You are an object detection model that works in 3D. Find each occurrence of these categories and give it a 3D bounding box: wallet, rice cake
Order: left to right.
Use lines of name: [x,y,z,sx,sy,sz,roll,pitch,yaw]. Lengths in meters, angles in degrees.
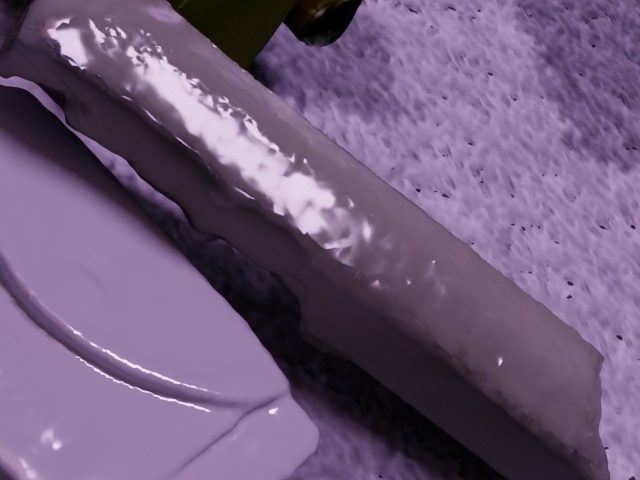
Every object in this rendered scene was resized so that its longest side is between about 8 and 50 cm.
wallet: [-0.088,0.021,0.557,0.183,0.032,0.124,47,40,7]
rice cake: [0.000,0.000,0.609,0.256,0.052,0.057,38,27,-15]

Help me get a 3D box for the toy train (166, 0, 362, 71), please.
toy train: [-0.081,-0.158,0.689,0.137,0.090,0.225,-25,71,-46]
